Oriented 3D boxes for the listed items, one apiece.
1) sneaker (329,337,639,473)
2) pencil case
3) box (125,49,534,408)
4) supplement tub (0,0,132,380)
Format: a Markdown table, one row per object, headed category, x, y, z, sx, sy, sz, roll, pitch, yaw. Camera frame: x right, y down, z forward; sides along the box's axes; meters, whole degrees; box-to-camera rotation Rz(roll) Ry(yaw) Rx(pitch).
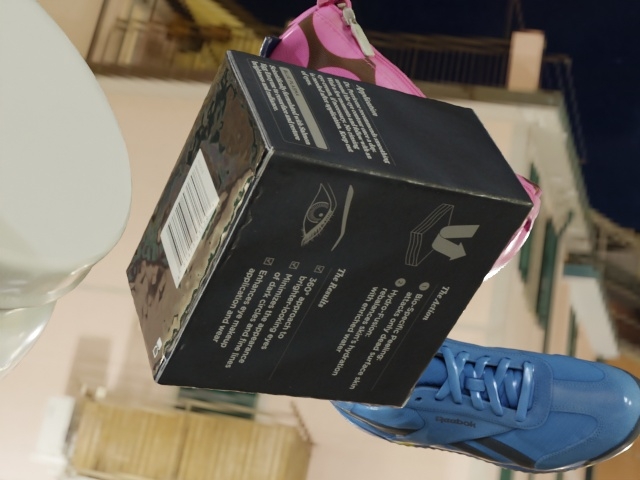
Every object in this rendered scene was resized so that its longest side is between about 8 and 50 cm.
| category | x | y | z | sx | sy | sz | roll | pitch | yaw |
| --- | --- | --- | --- | --- | --- | --- | --- | --- | --- |
| sneaker | 0.089 | 0.093 | 0.782 | 0.209 | 0.069 | 0.082 | 1 | -24 | 36 |
| pencil case | 0.053 | -0.065 | 0.842 | 0.209 | 0.095 | 0.098 | 44 | -52 | 3 |
| box | 0.000 | 0.000 | 0.695 | 0.158 | 0.093 | 0.156 | 10 | -54 | -29 |
| supplement tub | -0.227 | 0.013 | 0.515 | 0.272 | 0.191 | 0.191 | -36 | -47 | 24 |
